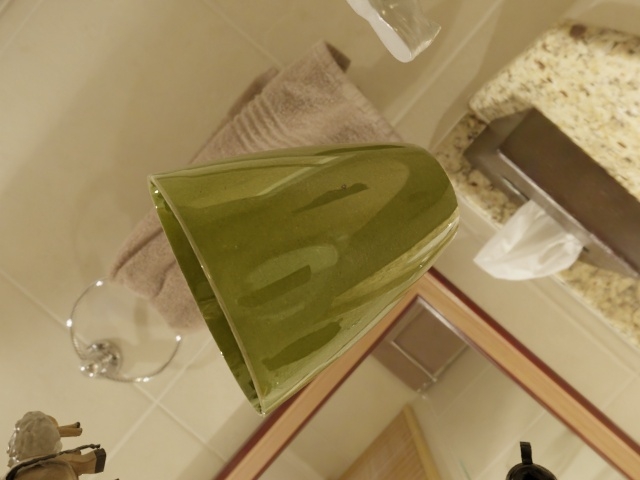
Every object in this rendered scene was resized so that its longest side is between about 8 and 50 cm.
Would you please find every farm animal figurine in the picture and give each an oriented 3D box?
[{"bbox_3d":[-0.355,0.413,0.622,0.172,0.326,0.330,6,179,-42],"label":"farm animal figurine"}]

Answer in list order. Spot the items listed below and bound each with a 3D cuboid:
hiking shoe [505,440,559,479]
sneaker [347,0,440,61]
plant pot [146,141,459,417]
[{"bbox_3d":[0.208,0.345,0.428,0.304,0.113,0.132,-95,-17,-50],"label":"hiking shoe"},{"bbox_3d":[0.103,-0.387,0.783,0.212,0.094,0.080,50,171,-12],"label":"sneaker"},{"bbox_3d":[0.000,0.000,0.579,0.275,0.293,0.275,52,158,32],"label":"plant pot"}]
